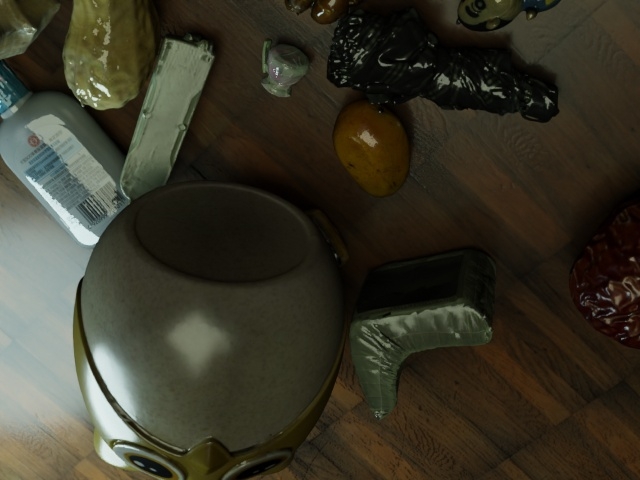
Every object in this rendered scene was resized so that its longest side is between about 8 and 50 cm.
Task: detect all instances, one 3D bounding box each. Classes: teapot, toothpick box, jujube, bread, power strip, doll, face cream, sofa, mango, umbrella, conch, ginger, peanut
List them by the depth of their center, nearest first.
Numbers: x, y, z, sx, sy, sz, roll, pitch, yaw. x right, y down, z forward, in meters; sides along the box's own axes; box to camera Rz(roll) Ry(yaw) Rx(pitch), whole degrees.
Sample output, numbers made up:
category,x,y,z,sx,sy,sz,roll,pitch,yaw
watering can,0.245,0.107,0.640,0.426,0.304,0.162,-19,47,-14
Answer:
category,x,y,z,sx,sy,sz,roll,pitch,yaw
doll,0.268,-0.338,1.507,0.179,0.102,0.089,-23,149,19
ginger,0.025,-0.368,1.544,0.103,0.073,0.162,41,123,4
umbrella,0.179,-0.253,1.550,0.337,0.128,0.154,5,138,0
conch,-0.464,-0.353,1.559,0.186,0.263,0.324,17,150,-12
peanut,-0.300,-0.344,1.573,0.149,0.149,0.313,5,115,8
jujube,0.488,0.044,1.600,0.213,0.213,0.232,33,116,-7
teapot,-0.060,-0.256,1.626,0.083,0.064,0.064,46,129,22
mango,0.082,-0.134,1.637,0.115,0.089,0.165,-11,121,37
toothpick box,-0.168,0.163,1.655,0.409,0.409,0.425,13,123,4
power strip,-0.237,-0.180,1.663,0.080,0.048,0.286,18,106,-10
sofa,0.171,0.140,1.697,0.225,0.210,0.176,-12,112,15
face cream,-0.420,-0.147,1.727,0.163,0.080,0.336,-34,106,18
bread,0.000,0.000,1.745,0.072,0.053,0.106,-21,110,44
